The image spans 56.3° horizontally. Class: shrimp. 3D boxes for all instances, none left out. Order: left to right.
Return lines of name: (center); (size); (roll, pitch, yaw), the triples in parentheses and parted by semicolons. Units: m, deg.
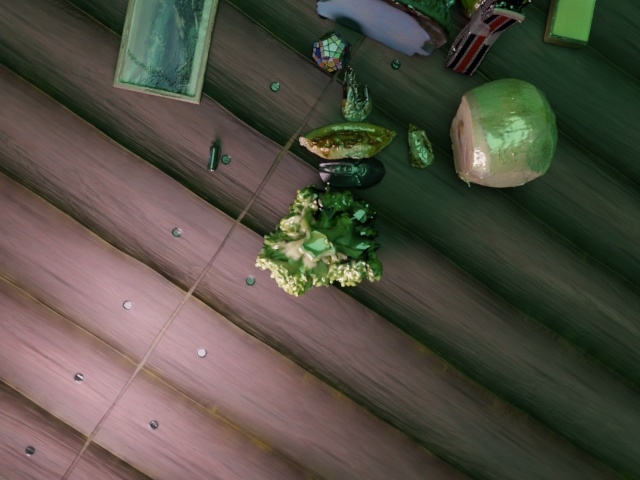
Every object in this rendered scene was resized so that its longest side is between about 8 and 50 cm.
shrimp: (0.103, -0.417, 1.706); (0.091, 0.034, 0.161); (-5, 99, -15)

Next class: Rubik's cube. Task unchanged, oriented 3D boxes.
Rubik's cube: (0.032, -0.526, 1.663); (0.111, 0.093, 0.111); (0, 91, -4)

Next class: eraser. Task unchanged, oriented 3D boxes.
eraser: (0.716, -0.648, 1.715); (0.117, 0.058, 0.172); (10, 92, -3)

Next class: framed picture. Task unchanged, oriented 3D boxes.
framed picture: (-0.428, -0.569, 1.672); (0.247, 0.022, 0.335); (12, 92, -3)

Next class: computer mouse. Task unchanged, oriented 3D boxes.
computer mouse: (0.092, -0.200, 1.694); (0.192, 0.062, 0.105); (4, 91, -5)

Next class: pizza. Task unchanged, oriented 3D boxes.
pizza: (0.077, -0.280, 1.668); (0.271, 0.134, 0.056); (4, 137, 1)

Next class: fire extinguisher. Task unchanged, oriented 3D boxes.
fire extinguisher: (-0.300, -0.239, 1.690); (0.038, 0.025, 0.083); (5, 92, -41)

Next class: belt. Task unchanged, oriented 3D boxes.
belt: (0.435, -0.561, 1.565); (0.094, 0.359, 0.126); (11, 71, -10)

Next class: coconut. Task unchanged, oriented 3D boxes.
coconut: (0.499, -0.284, 1.605); (0.255, 0.297, 0.297); (-5, 92, -3)

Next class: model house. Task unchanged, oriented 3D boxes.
model house: (0.219, -0.723, 1.574); (0.360, 0.297, 0.339); (24, 87, -3)

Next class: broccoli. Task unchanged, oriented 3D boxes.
broccoli: (-0.011, -0.004, 1.585); (0.348, 0.281, 0.293); (-13, 93, -3)

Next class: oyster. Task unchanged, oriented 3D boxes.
oyster: (0.287, -0.272, 1.719); (0.086, 0.029, 0.132); (4, 89, -9)

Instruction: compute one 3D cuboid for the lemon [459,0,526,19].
lemon: (0.481, -0.690, 1.634); (0.192, 0.192, 0.231); (41, 88, -4)
